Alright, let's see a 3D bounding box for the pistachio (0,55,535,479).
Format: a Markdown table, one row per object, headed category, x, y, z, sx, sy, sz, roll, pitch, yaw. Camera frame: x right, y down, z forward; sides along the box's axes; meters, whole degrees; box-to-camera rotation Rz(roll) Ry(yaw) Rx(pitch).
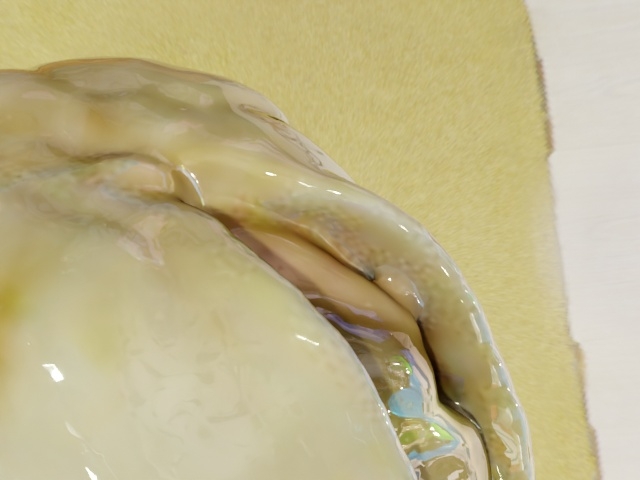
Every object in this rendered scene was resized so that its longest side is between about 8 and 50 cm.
| category | x | y | z | sx | sy | sz | roll | pitch | yaw |
| --- | --- | --- | --- | --- | --- | --- | --- | --- | --- |
| pistachio | -0.048 | 0.068 | 0.482 | 0.321 | 0.238 | 0.229 | 49 | 48 | -12 |
